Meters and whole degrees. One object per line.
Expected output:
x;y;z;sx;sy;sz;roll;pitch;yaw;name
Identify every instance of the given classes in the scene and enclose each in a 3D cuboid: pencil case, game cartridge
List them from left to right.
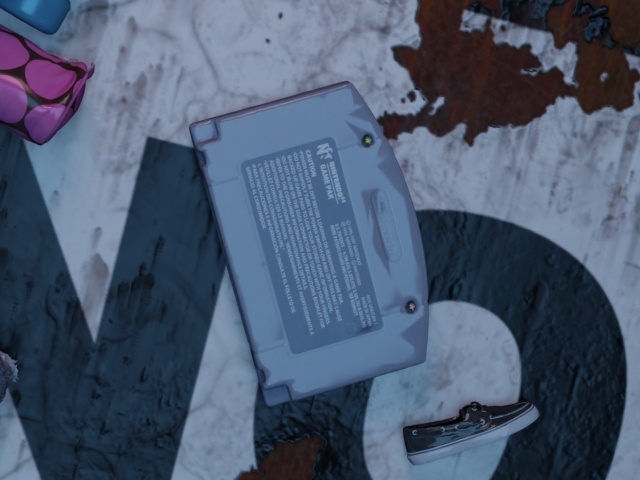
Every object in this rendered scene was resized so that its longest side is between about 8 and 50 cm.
-0.322;-0.177;1.849;0.209;0.095;0.098;31;76;-5;pencil case
0.000;0.000;1.936;0.196;0.060;0.294;-15;97;-3;game cartridge

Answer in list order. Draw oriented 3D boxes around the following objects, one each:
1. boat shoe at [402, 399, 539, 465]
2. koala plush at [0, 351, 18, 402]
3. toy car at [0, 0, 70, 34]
0.152;0.188;1.977;0.142;0.049;0.040;-20;97;-4;boat shoe
-0.393;0.109;1.830;0.221;0.196;0.203;26;103;-10;koala plush
-0.269;-0.324;1.772;0.210;0.238;0.219;29;91;-10;toy car
